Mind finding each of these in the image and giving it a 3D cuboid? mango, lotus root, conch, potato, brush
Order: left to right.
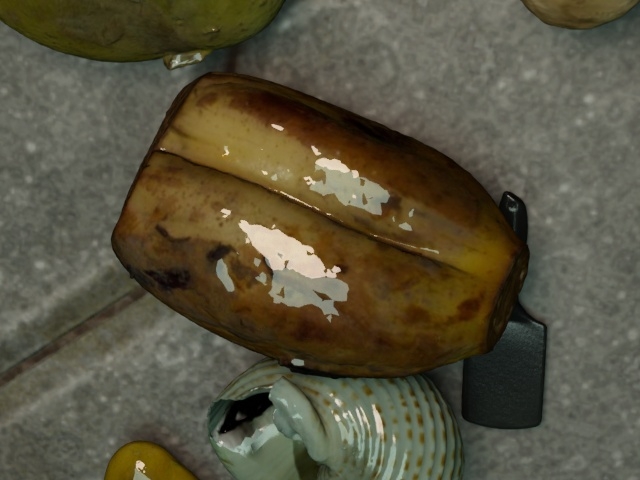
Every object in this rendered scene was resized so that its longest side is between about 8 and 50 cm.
[{"bbox_3d":[-0.124,-0.207,0.958,0.228,0.149,0.197,22,128,-3],"label":"potato"},{"bbox_3d":[-0.122,0.233,1.171,0.103,0.076,0.161,-22,103,21],"label":"mango"},{"bbox_3d":[0.000,0.000,0.999,0.290,0.193,0.193,22,113,1],"label":"lotus root"},{"bbox_3d":[0.020,0.137,1.076,0.172,0.131,0.200,9,138,42],"label":"conch"},{"bbox_3d":[0.141,0.055,1.088,0.062,0.016,0.194,3,113,7],"label":"brush"}]

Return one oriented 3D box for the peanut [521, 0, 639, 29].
[{"bbox_3d":[0.168,-0.261,0.904,0.137,0.122,0.253,-18,111,-25],"label":"peanut"}]
